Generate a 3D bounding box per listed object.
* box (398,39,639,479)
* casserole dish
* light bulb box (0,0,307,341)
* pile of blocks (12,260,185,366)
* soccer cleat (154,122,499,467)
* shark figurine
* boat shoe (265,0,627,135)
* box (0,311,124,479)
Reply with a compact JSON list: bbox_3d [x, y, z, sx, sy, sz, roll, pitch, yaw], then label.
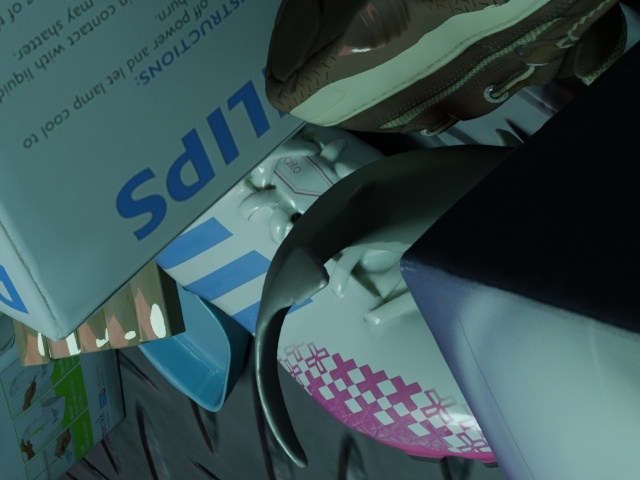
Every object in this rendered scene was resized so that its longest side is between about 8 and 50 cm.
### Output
[{"bbox_3d":[0.221,0.095,0.586,0.294,0.183,0.296,18,142,53],"label":"box"},{"bbox_3d":[-0.092,0.047,1.265,0.114,0.037,0.188,42,158,14],"label":"casserole dish"},{"bbox_3d":[-0.203,-0.201,0.825,0.358,0.225,0.361,24,148,44],"label":"light bulb box"},{"bbox_3d":[-0.184,-0.087,1.168,0.362,0.149,0.112,56,-159,7],"label":"pile of blocks"},{"bbox_3d":[0.000,0.000,0.917,0.331,0.116,0.143,26,149,44],"label":"soccer cleat"},{"bbox_3d":[0.074,-0.015,0.718,0.116,0.278,0.166,-49,51,38],"label":"shark figurine"},{"bbox_3d":[0.077,-0.100,0.688,0.095,0.095,0.257,19,162,-23],"label":"boat shoe"},{"bbox_3d":[-0.282,0.128,1.488,0.127,0.231,0.262,40,157,19],"label":"box"}]
